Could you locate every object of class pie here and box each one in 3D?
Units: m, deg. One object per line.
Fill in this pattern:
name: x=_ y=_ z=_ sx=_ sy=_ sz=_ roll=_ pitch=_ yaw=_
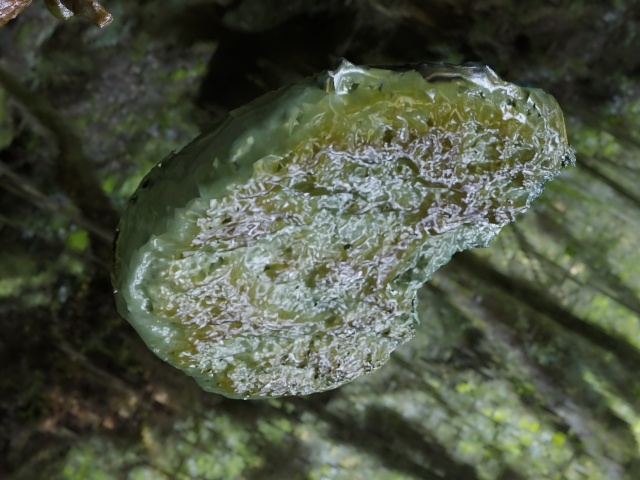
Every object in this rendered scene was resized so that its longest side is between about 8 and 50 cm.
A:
pie: x=0.000 y=0.000 z=0.970 sx=0.371 sy=0.296 sz=0.078 roll=-46 pitch=-132 yaw=37

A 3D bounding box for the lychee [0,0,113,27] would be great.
lychee: x=-0.314 y=-0.292 z=1.216 sx=0.255 sy=0.300 sz=0.255 roll=-58 pitch=-163 yaw=29
